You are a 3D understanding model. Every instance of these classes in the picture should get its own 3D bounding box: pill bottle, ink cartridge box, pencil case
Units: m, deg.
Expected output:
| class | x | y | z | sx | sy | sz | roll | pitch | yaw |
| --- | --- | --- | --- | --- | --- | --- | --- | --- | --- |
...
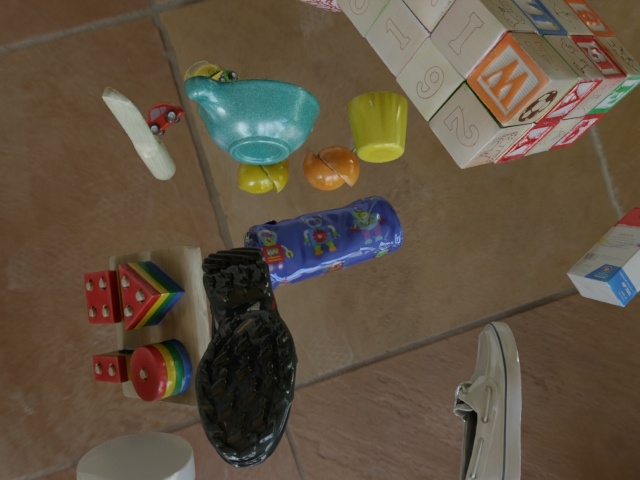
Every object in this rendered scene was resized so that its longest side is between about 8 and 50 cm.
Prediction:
| class | x | y | z | sx | sy | sz | roll | pitch | yaw |
| --- | --- | --- | --- | --- | --- | --- | --- | --- | --- |
| pill bottle | -0.278 | 0.529 | 1.052 | 0.229 | 0.229 | 0.407 | -2 | 101 | -6 |
| ink cartridge box | 0.673 | 0.030 | 1.455 | 0.231 | 0.134 | 0.078 | -42 | 106 | -9 |
| pencil case | 0.000 | 0.000 | 1.248 | 0.306 | 0.119 | 0.133 | -16 | 71 | -22 |

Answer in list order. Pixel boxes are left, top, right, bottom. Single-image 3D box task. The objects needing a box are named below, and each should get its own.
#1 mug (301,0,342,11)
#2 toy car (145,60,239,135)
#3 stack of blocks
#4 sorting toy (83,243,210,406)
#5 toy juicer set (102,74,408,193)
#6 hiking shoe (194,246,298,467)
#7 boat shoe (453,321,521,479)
| class | x | y | z | sx | sy | sz | roll | pitch | yaw |
| --- | --- | --- | --- | --- | --- | --- | --- | --- | --- |
| mug | -0.017 | -0.456 | 1.107 | 0.150 | 0.169 | 0.113 | 49 | 114 | 14 |
| toy car | -0.243 | -0.304 | 1.334 | 0.239 | 0.225 | 0.053 | -32 | 100 | 36 |
| stack of blocks | 0.102 | -0.207 | 0.533 | 0.171 | 0.087 | 0.297 | -15 | 66 | -43 |
| sorting toy | -0.297 | 0.147 | 1.113 | 0.089 | 0.255 | 0.257 | -5 | 89 | -46 |
| toy juicer set | -0.081 | -0.125 | 0.765 | 0.329 | 0.209 | 0.089 | 3 | 73 | -20 |
| hiking shoe | -0.078 | 0.142 | 0.790 | 0.113 | 0.304 | 0.132 | -9 | 130 | 1 |
| boat shoe | 0.230 | 0.233 | 0.940 | 0.084 | 0.095 | 0.258 | 7 | 60 | -1 |
